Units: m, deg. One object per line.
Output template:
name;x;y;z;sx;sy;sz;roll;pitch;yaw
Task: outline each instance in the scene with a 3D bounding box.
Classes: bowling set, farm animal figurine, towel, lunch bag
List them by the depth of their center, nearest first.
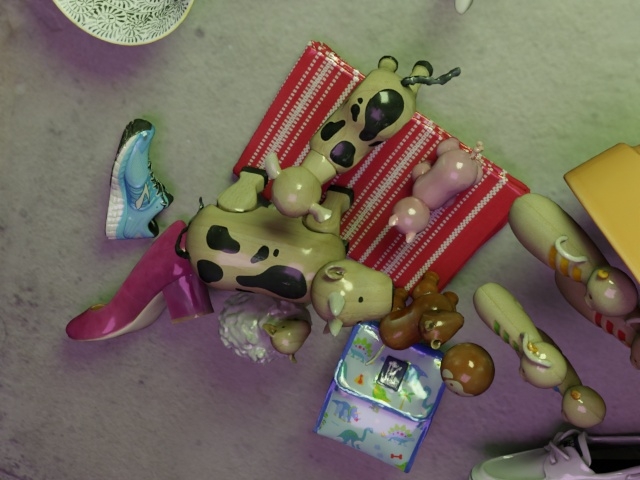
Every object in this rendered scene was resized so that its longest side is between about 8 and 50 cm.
bowling set;0.228;0.113;0.841;0.200;0.154;0.287;-46;130;10
farm animal figurine;0.000;0.000;0.885;0.326;0.172;0.331;-2;120;24
towel;0.059;-0.063;0.948;0.274;0.031;0.199;35;127;-2
lunch bag;0.077;0.178;1.057;0.128;0.096;0.151;23;110;7

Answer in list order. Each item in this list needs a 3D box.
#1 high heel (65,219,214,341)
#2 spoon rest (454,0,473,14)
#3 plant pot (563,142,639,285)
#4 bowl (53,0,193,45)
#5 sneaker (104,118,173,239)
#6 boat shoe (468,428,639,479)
high heel;-0.238;0.056;1.104;0.244;0.082;0.117;-15;90;38
spoon rest;0.029;-0.290;0.801;0.276;0.084;0.137;31;125;14
plant pot;0.373;0.005;0.754;0.203;0.291;0.291;-36;105;16
bowl;-0.182;-0.283;0.861;0.170;0.080;0.170;9;123;14
sneaker;-0.202;-0.068;1.024;0.073;0.063;0.162;10;129;-9
boat shoe;0.300;0.260;1.040;0.258;0.095;0.084;-6;115;9
